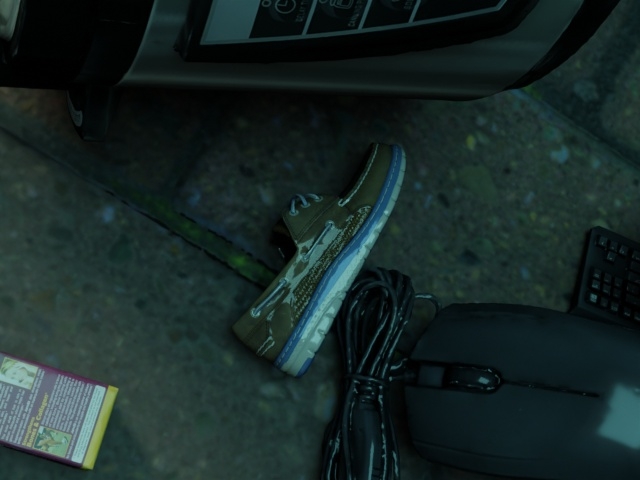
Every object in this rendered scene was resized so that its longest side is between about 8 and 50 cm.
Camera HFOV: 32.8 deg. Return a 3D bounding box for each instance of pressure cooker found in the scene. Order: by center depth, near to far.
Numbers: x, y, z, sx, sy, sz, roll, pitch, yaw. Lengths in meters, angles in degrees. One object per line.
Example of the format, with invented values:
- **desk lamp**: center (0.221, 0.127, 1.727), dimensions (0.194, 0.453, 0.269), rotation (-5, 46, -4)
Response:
- **pressure cooker**: center (-0.054, -0.261, 0.631), dimensions (0.420, 0.375, 0.370), rotation (0, 77, -21)

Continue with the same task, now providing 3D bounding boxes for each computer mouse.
- **computer mouse**: center (0.136, 0.110, 0.714), dimensions (0.272, 0.072, 0.189), rotation (5, 71, 8)

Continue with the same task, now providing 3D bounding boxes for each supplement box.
- **supplement box**: center (-0.176, 0.107, 0.680), dimensions (0.083, 0.043, 0.055), rotation (21, 72, -13)

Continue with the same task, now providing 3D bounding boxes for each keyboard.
- **keyboard**: center (0.279, 0.066, 0.849), dimensions (0.180, 0.023, 0.108), rotation (22, 72, -11)

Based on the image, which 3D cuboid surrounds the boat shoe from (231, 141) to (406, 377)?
- **boat shoe**: center (0.000, 0.000, 0.750), dimensions (0.066, 0.066, 0.183), rotation (29, 68, -4)
